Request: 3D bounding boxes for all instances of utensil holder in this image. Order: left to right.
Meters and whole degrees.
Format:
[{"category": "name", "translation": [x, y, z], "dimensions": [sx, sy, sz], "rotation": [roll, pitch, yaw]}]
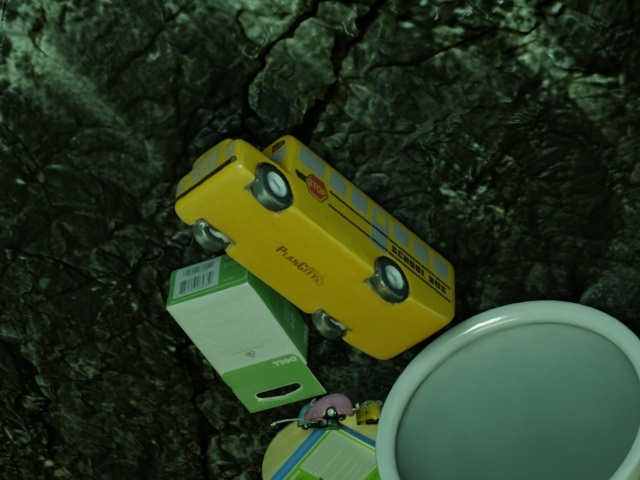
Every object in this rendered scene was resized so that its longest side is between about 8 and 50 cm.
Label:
[{"category": "utensil holder", "translation": [0.284, 0.315, 1.890], "dimensions": [0.328, 0.327, 0.385], "rotation": [-15, 133, 18]}]

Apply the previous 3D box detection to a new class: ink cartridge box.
[{"category": "ink cartridge box", "translation": [-0.082, 0.108, 1.897], "dimensions": [0.109, 0.062, 0.209], "rotation": [-18, 131, 20]}]

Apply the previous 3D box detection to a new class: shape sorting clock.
[{"category": "shape sorting clock", "translation": [0.028, 0.296, 2.085], "dimensions": [0.206, 0.040, 0.206], "rotation": [2, 123, 3]}]

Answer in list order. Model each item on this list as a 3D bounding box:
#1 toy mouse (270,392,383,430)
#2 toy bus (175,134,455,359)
[{"category": "toy mouse", "translation": [0.010, 0.207, 1.955], "dimensions": [0.143, 0.031, 0.161], "rotation": [-2, 165, 0]}, {"category": "toy bus", "translation": [0.000, 0.000, 1.738], "dimensions": [0.108, 0.130, 0.333], "rotation": [-33, 123, 32]}]
